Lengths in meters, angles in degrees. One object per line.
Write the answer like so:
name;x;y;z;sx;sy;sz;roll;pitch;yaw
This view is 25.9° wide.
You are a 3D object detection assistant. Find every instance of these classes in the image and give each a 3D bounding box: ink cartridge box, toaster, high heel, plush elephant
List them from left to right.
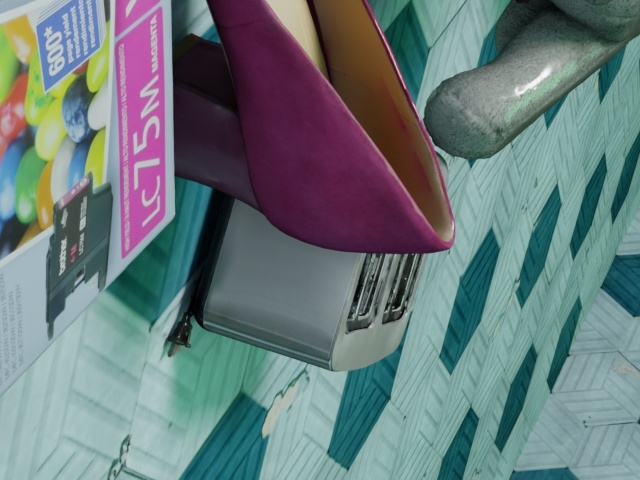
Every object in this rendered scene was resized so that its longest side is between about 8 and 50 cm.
ink cartridge box;-0.159;-0.009;0.563;0.311;0.065;0.186;-48;150;-46
toaster;0.000;0.000;0.939;0.168;0.110;0.186;0;108;-70
high heel;0.000;-0.161;0.674;0.377;0.181;0.127;90;26;-43
plush elephant;0.165;-0.271;0.954;0.330;0.255;0.272;-35;169;-22
